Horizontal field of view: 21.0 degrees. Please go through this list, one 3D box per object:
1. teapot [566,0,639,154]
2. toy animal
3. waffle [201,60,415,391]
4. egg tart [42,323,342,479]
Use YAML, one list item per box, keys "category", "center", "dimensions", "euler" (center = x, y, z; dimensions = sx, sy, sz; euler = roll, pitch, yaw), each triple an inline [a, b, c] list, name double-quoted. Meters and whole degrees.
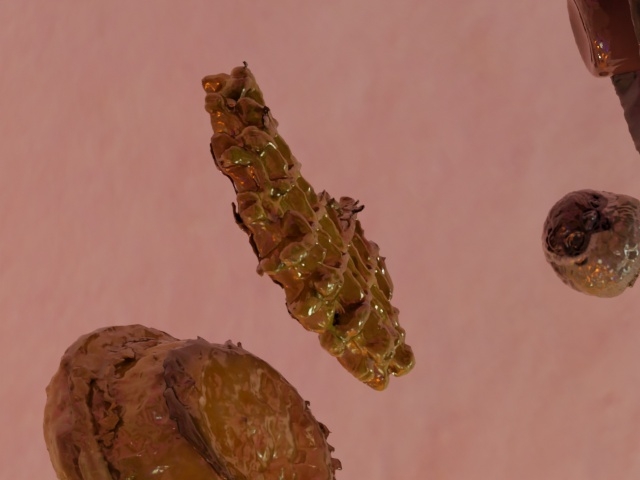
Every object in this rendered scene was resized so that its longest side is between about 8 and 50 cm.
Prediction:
- category: "teapot"
  center: [0.359, -0.252, 1.329]
  dimensions: [0.361, 0.305, 0.376]
  euler: [-19, 92, 0]
- category: "toy animal"
  center: [0.235, 0.004, 1.503]
  dimensions: [0.098, 0.137, 0.098]
  euler: [1, 76, -3]
- category: "waffle"
  center: [0.000, 0.000, 1.499]
  dimensions: [0.069, 0.260, 0.293]
  euler: [-29, 140, 12]
- category: "egg tart"
  center: [-0.053, 0.115, 0.904]
  dimensions: [0.191, 0.191, 0.074]
  euler: [43, 116, -15]
